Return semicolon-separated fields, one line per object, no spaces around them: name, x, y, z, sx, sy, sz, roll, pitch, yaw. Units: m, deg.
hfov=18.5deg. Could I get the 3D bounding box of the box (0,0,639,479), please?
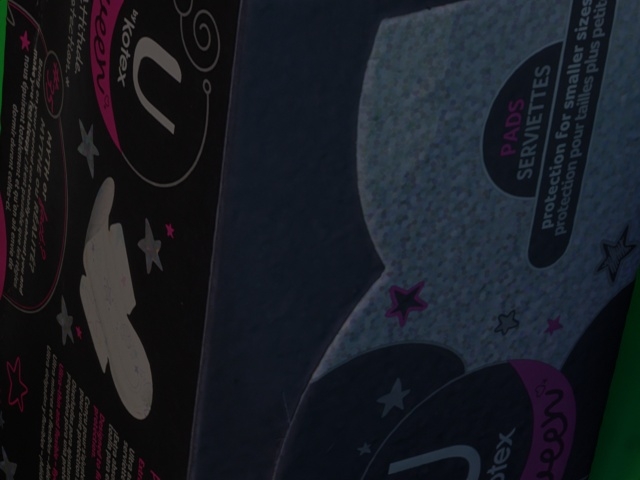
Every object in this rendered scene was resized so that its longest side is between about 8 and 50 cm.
box;0.000;0.000;0.609;0.142;0.163;0.247;44;135;44
